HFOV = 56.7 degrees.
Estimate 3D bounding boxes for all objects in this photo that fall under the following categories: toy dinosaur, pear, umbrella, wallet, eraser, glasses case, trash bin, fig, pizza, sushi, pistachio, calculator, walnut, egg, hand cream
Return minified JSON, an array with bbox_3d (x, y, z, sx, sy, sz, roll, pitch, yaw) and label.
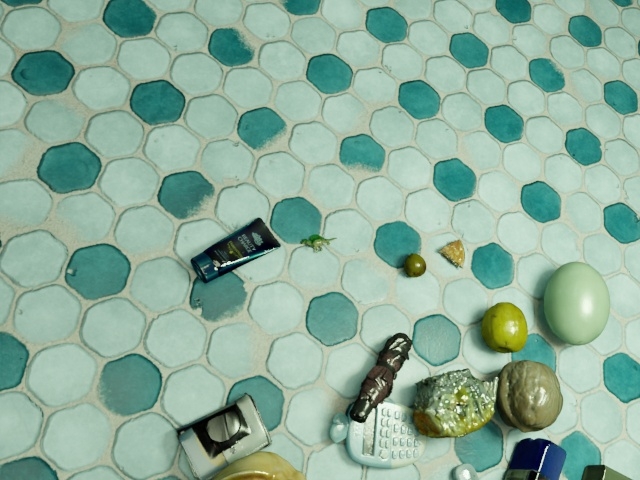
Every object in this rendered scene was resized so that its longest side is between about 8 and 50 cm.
[{"bbox_3d":[-0.001,0.000,1.886,0.119,0.029,0.060,-22,61,-24],"label":"toy dinosaur"},{"bbox_3d":[0.583,0.278,1.884,0.148,0.149,0.162,12,60,-12],"label":"pear"},{"bbox_3d":[0.181,0.399,1.734,0.094,0.090,0.326,22,49,19],"label":"umbrella"},{"bbox_3d":[-0.255,0.531,1.597,0.231,0.069,0.170,-23,74,-23],"label":"wallet"},{"bbox_3d":[0.593,0.744,1.718,0.101,0.155,0.332,34,64,-5],"label":"eraser"},{"bbox_3d":[0.442,0.745,1.731,0.067,0.045,0.179,-13,75,-19],"label":"glasses case"},{"bbox_3d":[0.923,0.809,1.808,0.240,0.122,0.164,31,65,-1],"label":"trash bin"},{"bbox_3d":[0.305,0.077,1.921,0.074,0.074,0.088,11,42,-12],"label":"fig"},{"bbox_3d":[0.454,0.036,2.004,0.100,0.029,0.099,38,57,-3],"label":"pizza"},{"bbox_3d":[0.398,0.477,1.756,0.274,0.139,0.184,-6,76,-32],"label":"sushi"},{"bbox_3d":[-0.182,0.664,1.482,0.321,0.238,0.229,-17,40,-18],"label":"pistachio"},{"bbox_3d":[0.171,0.559,1.722,0.302,0.042,0.188,12,69,-12],"label":"calculator"},{"bbox_3d":[0.627,0.471,1.794,0.224,0.224,0.224,5,69,-14],"label":"walnut"},{"bbox_3d":[0.843,0.206,1.954,0.202,0.203,0.283,12,67,-12],"label":"egg"},{"bbox_3d":[-0.256,0.032,1.789,0.270,0.061,0.120,-30,76,-31],"label":"hand cream"}]
